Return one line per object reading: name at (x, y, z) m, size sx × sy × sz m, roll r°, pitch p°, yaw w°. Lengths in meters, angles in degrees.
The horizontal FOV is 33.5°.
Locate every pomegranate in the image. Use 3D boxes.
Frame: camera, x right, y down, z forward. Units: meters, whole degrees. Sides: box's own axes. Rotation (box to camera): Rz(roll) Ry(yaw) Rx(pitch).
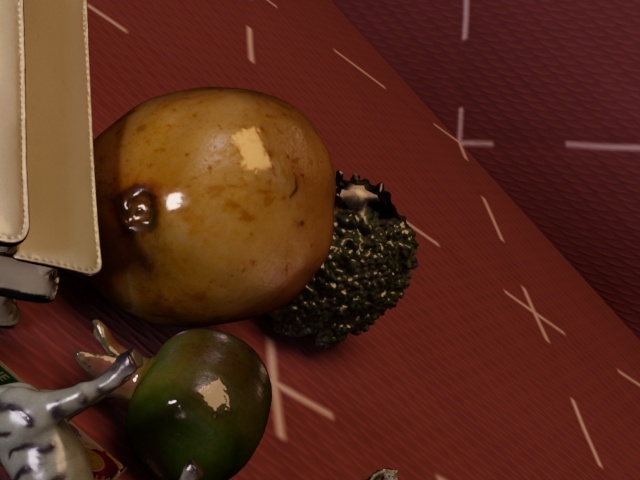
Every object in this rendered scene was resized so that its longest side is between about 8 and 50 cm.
pomegranate at (-0.143, 0.150, 1.009) m, size 0.191 × 0.131 × 0.152 m, roll 18°, pitch 31°, yaw -2°
pomegranate at (-0.129, -0.036, 1.148) m, size 0.307 × 0.307 × 0.307 m, roll 36°, pitch 23°, yaw -18°

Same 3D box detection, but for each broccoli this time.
broccoli at (0.000, 0.000, 1.410) m, size 0.243 × 0.247 × 0.263 m, roll 21°, pitch 46°, yaw 42°

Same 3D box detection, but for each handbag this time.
handbag at (-0.337, -0.126, 0.974) m, size 0.236 × 0.160 × 0.358 m, roll 18°, pitch 54°, yaw -43°

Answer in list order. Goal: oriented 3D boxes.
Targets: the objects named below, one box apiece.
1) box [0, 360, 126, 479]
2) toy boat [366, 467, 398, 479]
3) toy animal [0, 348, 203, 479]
box at (-0.260, 0.147, 0.905) m, size 0.207 × 0.041 × 0.050 m, roll 42°, pitch 25°, yaw -3°
toy boat at (0.073, 0.283, 1.233) m, size 0.038 × 0.038 × 0.083 m, roll 47°, pitch 23°, yaw 8°
toy animal at (-0.204, 0.149, 0.840) m, size 0.255 × 0.170 × 0.090 m, roll 45°, pitch 1°, yaw 6°
